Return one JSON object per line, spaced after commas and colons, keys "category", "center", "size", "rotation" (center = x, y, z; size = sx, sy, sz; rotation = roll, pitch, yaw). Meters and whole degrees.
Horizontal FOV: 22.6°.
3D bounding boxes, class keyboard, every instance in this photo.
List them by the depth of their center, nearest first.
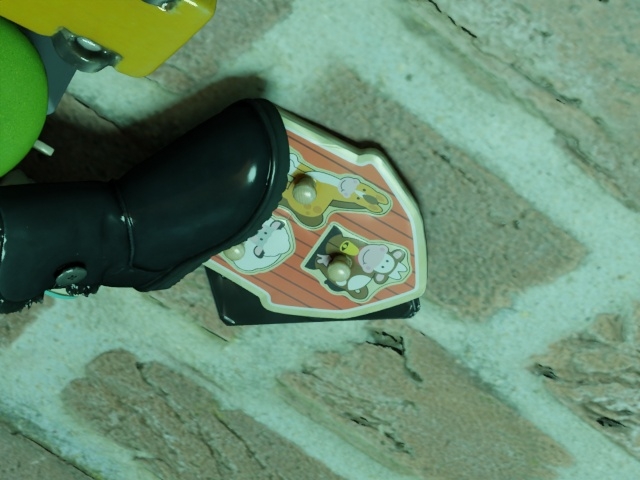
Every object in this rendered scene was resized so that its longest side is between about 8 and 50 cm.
{"category": "keyboard", "center": [-0.011, 0.022, 1.354], "size": [0.180, 0.023, 0.108], "rotation": [-4, 126, 15]}

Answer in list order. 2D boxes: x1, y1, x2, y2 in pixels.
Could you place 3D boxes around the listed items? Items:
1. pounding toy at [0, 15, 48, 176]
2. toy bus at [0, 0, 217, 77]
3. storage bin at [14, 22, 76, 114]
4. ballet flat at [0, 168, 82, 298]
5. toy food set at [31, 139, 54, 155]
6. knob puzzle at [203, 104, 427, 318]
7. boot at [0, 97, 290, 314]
{"category": "pounding toy", "center": [-0.298, -0.067, 1.083], "size": [0.236, 0.110, 0.183], "rotation": [-2, 137, -16]}
{"category": "toy bus", "center": [-0.224, -0.233, 1.041], "size": [0.332, 0.130, 0.108], "rotation": [24, 143, -26]}
{"category": "storage bin", "center": [-0.233, -0.156, 1.175], "size": [0.098, 0.091, 0.135], "rotation": [-6, 132, 18]}
{"category": "ballet flat", "center": [-0.288, -0.036, 1.325], "size": [0.248, 0.086, 0.086], "rotation": [27, 134, -14]}
{"category": "toy food set", "center": [-0.305, -0.104, 1.234], "size": [0.192, 0.039, 0.132], "rotation": [31, 175, -18]}
{"category": "knob puzzle", "center": [0.000, 0.000, 1.301], "size": [0.213, 0.030, 0.213], "rotation": [6, 127, 8]}
{"category": "boot", "center": [-0.163, -0.021, 1.225], "size": [0.207, 0.094, 0.246], "rotation": [-6, 157, -41]}
